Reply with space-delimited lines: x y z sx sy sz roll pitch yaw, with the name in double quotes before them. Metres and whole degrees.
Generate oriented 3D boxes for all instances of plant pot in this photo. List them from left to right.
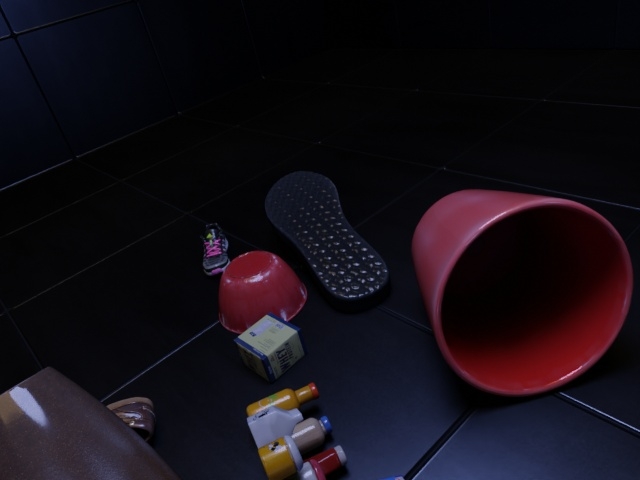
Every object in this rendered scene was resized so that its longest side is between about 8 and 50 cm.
"plant pot" -0.287 0.266 0.573 0.215 0.230 0.215 -33 2 1
"plant pot" 0.261 0.044 0.772 0.274 0.275 0.243 -15 20 -1

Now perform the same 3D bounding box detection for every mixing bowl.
"mixing bowl" -0.123 0.084 1.010 0.181 0.098 0.181 -10 30 6

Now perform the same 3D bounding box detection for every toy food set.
"toy food set" -0.023 0.251 0.657 0.104 0.111 0.232 -22 -4 -13

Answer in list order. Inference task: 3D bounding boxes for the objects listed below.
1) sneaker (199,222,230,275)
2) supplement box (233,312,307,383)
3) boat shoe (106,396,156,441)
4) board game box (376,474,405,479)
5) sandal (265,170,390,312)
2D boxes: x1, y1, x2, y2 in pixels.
"sneaker" -0.245 0.015 1.195 0.063 0.075 0.170 -15 31 0
"supplement box" -0.083 0.178 0.877 0.083 0.056 0.083 -36 37 -31
"boat shoe" -0.350 0.299 0.777 0.206 0.073 0.073 -21 29 -9
"board game box" 0.031 0.325 0.515 0.210 0.047 0.160 1 23 -27
"sandal" -0.002 0.002 1.110 0.167 0.107 0.446 -19 43 -10
